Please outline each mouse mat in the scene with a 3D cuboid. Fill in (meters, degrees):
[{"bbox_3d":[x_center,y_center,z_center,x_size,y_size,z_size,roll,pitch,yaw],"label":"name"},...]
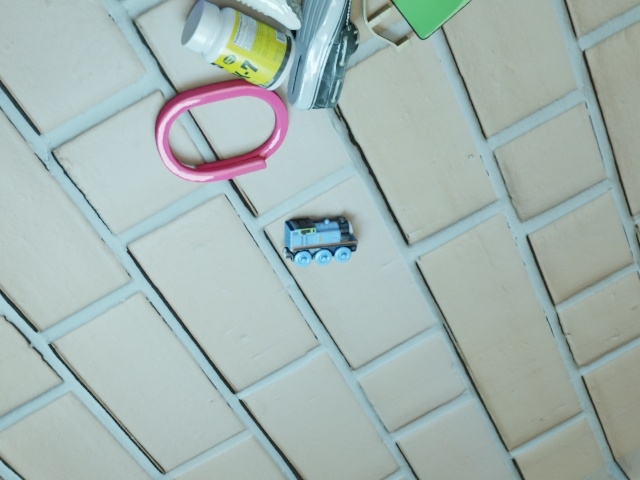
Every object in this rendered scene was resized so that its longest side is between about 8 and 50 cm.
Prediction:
[{"bbox_3d":[0.224,-0.536,1.951,0.152,0.007,0.190,-40,123,9],"label":"mouse mat"}]

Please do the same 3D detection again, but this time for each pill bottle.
[{"bbox_3d":[-0.165,-0.394,1.848,0.208,0.119,0.119,21,113,-27],"label":"pill bottle"}]

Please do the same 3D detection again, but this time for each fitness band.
[{"bbox_3d":[-0.209,-0.236,1.977,0.290,0.054,0.209,-15,121,-9],"label":"fitness band"}]

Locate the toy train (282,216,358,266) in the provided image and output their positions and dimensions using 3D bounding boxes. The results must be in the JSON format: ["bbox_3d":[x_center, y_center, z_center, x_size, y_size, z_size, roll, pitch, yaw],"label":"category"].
[{"bbox_3d":[0.000,0.000,2.171,0.184,0.080,0.105,-6,116,-14],"label":"toy train"}]

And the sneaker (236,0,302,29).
[{"bbox_3d":[-0.127,-0.500,1.826,0.094,0.090,0.235,-34,122,20],"label":"sneaker"}]

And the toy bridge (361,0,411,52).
[{"bbox_3d":[0.123,-0.473,1.945,0.063,0.026,0.188,-34,124,6],"label":"toy bridge"}]

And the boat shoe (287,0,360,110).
[{"bbox_3d":[0.021,-0.423,1.905,0.119,0.121,0.335,-2,132,-25],"label":"boat shoe"}]
